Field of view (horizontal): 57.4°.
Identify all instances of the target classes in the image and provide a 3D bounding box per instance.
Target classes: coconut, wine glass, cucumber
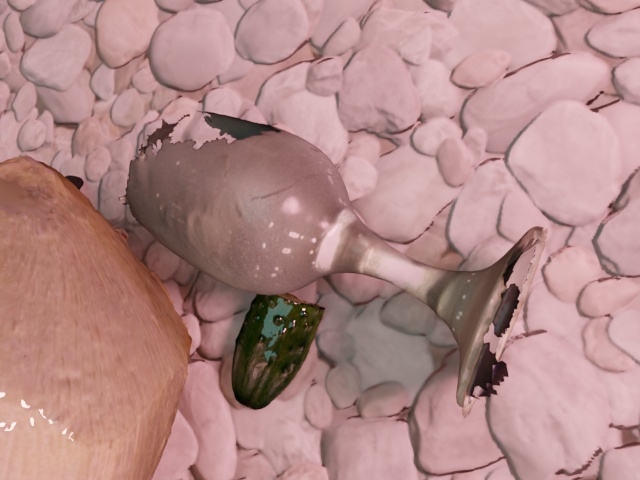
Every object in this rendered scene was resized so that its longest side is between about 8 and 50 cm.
[{"bbox_3d":[-0.271,0.112,0.425,0.346,0.346,0.361,36,102,22],"label":"coconut"},{"bbox_3d":[0.000,0.000,0.444,0.320,0.143,0.144,23,90,22],"label":"wine glass"},{"bbox_3d":[-0.048,0.094,0.502,0.067,0.035,0.108,23,92,21],"label":"cucumber"}]

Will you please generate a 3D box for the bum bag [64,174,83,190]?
[{"bbox_3d":[-0.334,-0.012,0.619,0.197,0.049,0.087,-18,37,18],"label":"bum bag"}]
